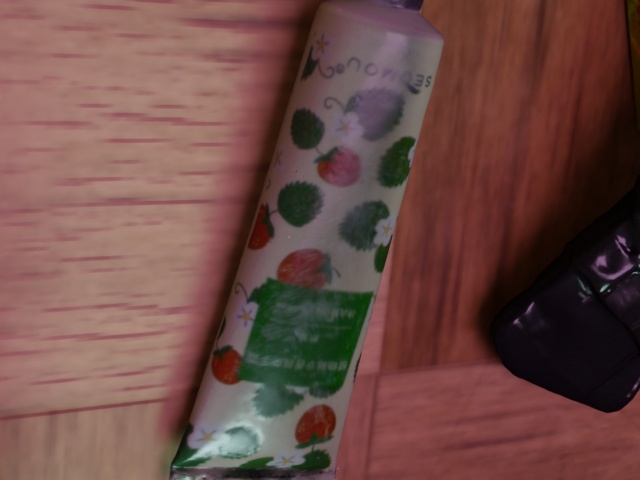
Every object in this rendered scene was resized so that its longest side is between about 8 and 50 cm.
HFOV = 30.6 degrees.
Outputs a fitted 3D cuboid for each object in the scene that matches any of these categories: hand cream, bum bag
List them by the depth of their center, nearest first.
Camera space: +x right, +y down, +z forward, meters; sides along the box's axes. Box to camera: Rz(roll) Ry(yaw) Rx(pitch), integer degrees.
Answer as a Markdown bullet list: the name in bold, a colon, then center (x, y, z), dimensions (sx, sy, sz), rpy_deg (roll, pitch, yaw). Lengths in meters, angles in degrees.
- **hand cream**: center (0.000, 0.000, 0.559), dimensions (0.095, 0.059, 0.276), rpy_deg (7, 107, -29)
- **bum bag**: center (0.201, -0.006, 0.634), dimensions (0.123, 0.060, 0.248), rpy_deg (29, 107, -38)

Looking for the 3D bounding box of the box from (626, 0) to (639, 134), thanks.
- **box**: center (0.293, -0.168, 0.676), dimensions (0.279, 0.041, 0.153), rpy_deg (-21, 114, -21)
